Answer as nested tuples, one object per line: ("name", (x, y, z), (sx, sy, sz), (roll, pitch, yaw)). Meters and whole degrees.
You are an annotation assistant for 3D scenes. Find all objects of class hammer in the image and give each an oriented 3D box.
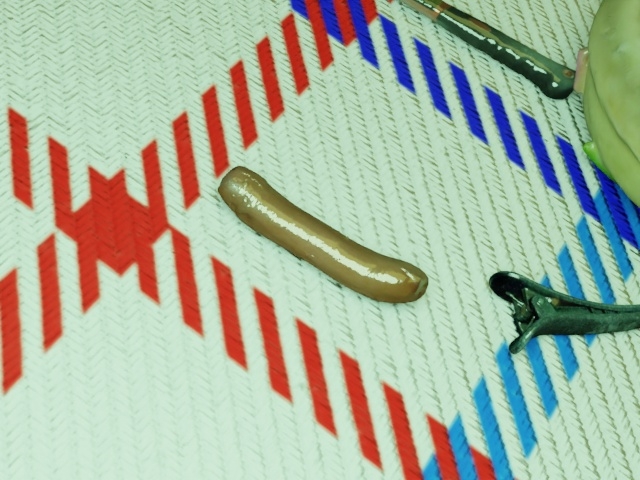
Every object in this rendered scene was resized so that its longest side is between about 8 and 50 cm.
("hammer", (0.124, -0.219, 1.002), (0.288, 0.033, 0.111), (32, 56, 3))

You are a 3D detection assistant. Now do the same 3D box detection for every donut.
("donut", (0.389, -0.137, 0.945), (0.307, 0.150, 0.371), (27, 56, 9))

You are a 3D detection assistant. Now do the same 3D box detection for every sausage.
("sausage", (0.000, 0.000, 0.821), (0.186, 0.043, 0.043), (31, 55, 3))

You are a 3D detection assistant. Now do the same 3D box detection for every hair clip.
("hair clip", (0.253, 0.058, 0.873), (0.229, 0.039, 0.070), (0, 60, -23))
